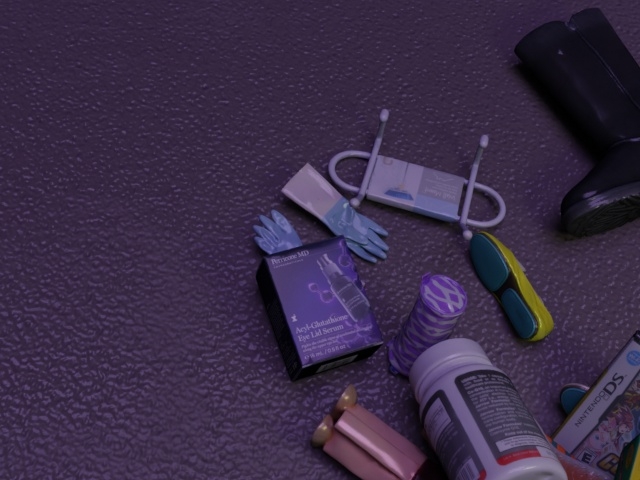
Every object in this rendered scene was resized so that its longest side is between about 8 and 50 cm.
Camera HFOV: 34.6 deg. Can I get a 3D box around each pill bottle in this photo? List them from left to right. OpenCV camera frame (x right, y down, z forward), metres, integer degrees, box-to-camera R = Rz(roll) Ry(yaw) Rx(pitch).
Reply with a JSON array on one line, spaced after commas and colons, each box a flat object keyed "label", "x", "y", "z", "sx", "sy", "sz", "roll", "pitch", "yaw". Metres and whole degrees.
[{"label": "pill bottle", "x": 0.252, "y": 0.297, "z": 1.605, "sx": 0.161, "sy": 0.161, "sz": 0.283, "roll": -9, "pitch": 41, "yaw": -14}]

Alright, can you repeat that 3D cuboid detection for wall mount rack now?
[{"label": "wall mount rack", "x": 0.179, "y": -0.100, "z": 1.893, "sx": 0.350, "sy": 0.130, "sz": 0.304, "roll": 15, "pitch": 47, "yaw": 3}]

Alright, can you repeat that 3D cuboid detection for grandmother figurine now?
[{"label": "grandmother figurine", "x": 0.149, "y": 0.384, "z": 1.643, "sx": 0.342, "sy": 0.104, "sz": 0.208, "roll": 32, "pitch": 67, "yaw": 13}]

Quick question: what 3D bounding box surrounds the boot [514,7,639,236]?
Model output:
[{"label": "boot", "x": 0.524, "y": -0.247, "z": 2.042, "sx": 0.367, "sy": 0.146, "sz": 0.445, "roll": -15, "pitch": 66, "yaw": -28}]

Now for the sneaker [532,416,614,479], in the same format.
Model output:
[{"label": "sneaker", "x": 0.366, "y": 0.380, "z": 1.685, "sx": 0.108, "sy": 0.121, "sz": 0.302, "roll": -45, "pitch": 54, "yaw": -12}]

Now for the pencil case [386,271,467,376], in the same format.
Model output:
[{"label": "pencil case", "x": 0.177, "y": 0.146, "z": 1.731, "sx": 0.086, "sy": 0.206, "sz": 0.088, "roll": -25, "pitch": 63, "yaw": -36}]

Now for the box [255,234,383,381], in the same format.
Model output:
[{"label": "box", "x": -0.006, "y": 0.115, "z": 1.753, "sx": 0.153, "sy": 0.108, "sz": 0.207, "roll": -16, "pitch": 74, "yaw": -17}]

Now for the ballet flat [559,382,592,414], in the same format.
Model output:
[{"label": "ballet flat", "x": 0.521, "y": 0.320, "z": 1.758, "sx": 0.248, "sy": 0.086, "sz": 0.086, "roll": 38, "pitch": 61, "yaw": 12}]

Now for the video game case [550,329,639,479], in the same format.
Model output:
[{"label": "video game case", "x": 0.554, "y": 0.326, "z": 1.678, "sx": 0.275, "sy": 0.248, "sz": 0.035, "roll": 38, "pitch": 17, "yaw": 13}]

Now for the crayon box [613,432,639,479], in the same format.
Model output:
[{"label": "crayon box", "x": 0.492, "y": 0.438, "z": 1.478, "sx": 0.165, "sy": 0.081, "sz": 0.278, "roll": 24, "pitch": 58, "yaw": 6}]

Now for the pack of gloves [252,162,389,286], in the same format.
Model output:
[{"label": "pack of gloves", "x": 0.000, "y": 0.000, "z": 1.888, "sx": 0.232, "sy": 0.046, "sz": 0.195, "roll": 40, "pitch": 62, "yaw": 3}]

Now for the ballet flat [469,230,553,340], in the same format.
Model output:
[{"label": "ballet flat", "x": 0.352, "y": 0.082, "z": 1.874, "sx": 0.077, "sy": 0.077, "sz": 0.231, "roll": -6, "pitch": 57, "yaw": -37}]
